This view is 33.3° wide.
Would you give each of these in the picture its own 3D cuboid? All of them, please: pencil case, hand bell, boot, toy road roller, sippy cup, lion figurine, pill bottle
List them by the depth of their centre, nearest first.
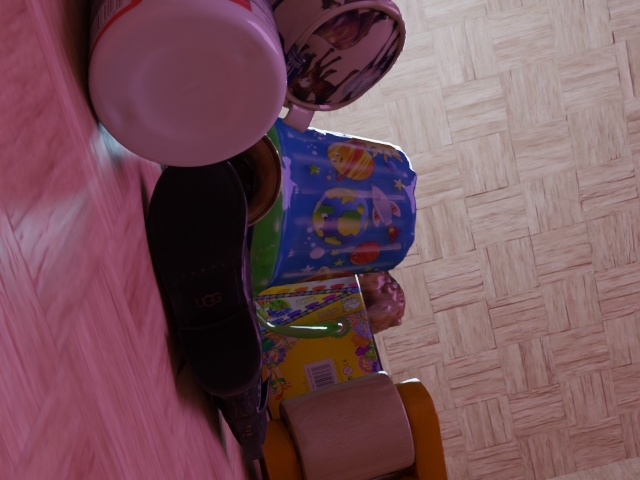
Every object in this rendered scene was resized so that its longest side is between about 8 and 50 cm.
[{"bbox_3d":[-0.125,-0.211,0.954,0.283,0.161,0.161,-102,177,-47],"label":"pill bottle"},{"bbox_3d":[-0.099,0.071,1.045,0.229,0.091,0.263,87,-6,-69],"label":"boot"},{"bbox_3d":[-0.119,-0.052,1.253,0.242,0.126,0.126,129,-52,-78],"label":"hand bell"},{"bbox_3d":[-0.081,-0.329,1.298,0.410,0.183,0.160,52,10,28],"label":"pencil case"},{"bbox_3d":[0.027,0.293,1.327,0.240,0.202,0.329,-128,-155,-62],"label":"toy road roller"},{"bbox_3d":[-0.002,-0.046,1.380,0.240,0.224,0.305,-108,-155,-47],"label":"sippy cup"},{"bbox_3d":[-0.006,-0.008,1.874,0.142,0.240,0.392,70,5,-74],"label":"lion figurine"}]

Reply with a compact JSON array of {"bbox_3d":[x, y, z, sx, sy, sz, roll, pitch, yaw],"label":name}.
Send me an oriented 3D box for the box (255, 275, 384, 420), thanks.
[{"bbox_3d":[0.007,0.195,1.657,0.279,0.177,0.290,-100,175,-69],"label":"box"}]
